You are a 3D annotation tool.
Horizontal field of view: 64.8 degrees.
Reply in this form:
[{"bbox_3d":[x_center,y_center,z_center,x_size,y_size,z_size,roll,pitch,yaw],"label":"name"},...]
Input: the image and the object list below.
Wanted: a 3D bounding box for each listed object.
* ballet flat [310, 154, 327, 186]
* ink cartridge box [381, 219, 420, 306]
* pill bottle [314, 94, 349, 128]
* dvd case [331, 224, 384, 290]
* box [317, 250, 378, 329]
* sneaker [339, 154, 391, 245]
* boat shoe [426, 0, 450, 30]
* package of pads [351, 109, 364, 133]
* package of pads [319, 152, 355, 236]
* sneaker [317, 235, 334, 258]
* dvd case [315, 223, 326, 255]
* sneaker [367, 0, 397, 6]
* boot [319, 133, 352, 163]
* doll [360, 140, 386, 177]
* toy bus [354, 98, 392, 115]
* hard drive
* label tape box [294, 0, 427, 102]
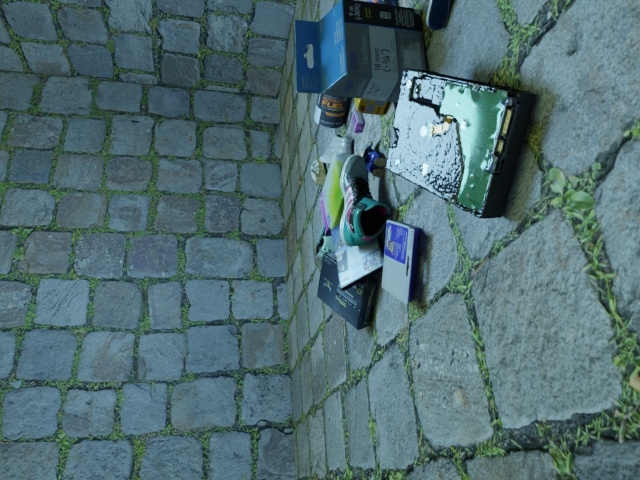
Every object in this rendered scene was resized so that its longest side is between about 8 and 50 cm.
[{"bbox_3d":[-0.012,-0.345,2.450,0.232,0.073,0.080,-102,19,-48],"label":"ballet flat"},{"bbox_3d":[0.226,0.057,1.383,0.208,0.045,0.206,-141,54,-76],"label":"ink cartridge box"},{"bbox_3d":[0.055,-0.593,2.055,0.130,0.130,0.246,-102,18,-47],"label":"pill bottle"},{"bbox_3d":[0.124,0.023,1.667,0.180,0.022,0.253,-31,46,27],"label":"dvd case"},{"bbox_3d":[0.088,0.170,1.741,0.232,0.059,0.184,36,128,42],"label":"box"},{"bbox_3d":[0.138,-0.127,1.569,0.178,0.123,0.296,2,91,61],"label":"sneaker"},{"bbox_3d":[0.281,-0.598,1.188,0.066,0.066,0.183,-100,17,-47],"label":"boat shoe"},{"bbox_3d":[0.138,-0.444,1.882,0.050,0.031,0.083,104,163,-47],"label":"package of pads"},{"bbox_3d":[0.079,-0.164,1.954,0.297,0.101,0.229,110,157,-54],"label":"package of pads"},{"bbox_3d":[0.062,0.096,1.868,0.094,0.151,0.256,112,156,-57],"label":"sneaker"},{"bbox_3d":[0.000,0.000,1.963,0.119,0.013,0.087,94,-166,-64],"label":"dvd case"},{"bbox_3d":[0.186,-0.749,1.587,0.083,0.087,0.221,118,151,-65],"label":"sneaker"},{"bbox_3d":[0.070,-0.375,2.084,0.258,0.095,0.124,-148,67,-66],"label":"boot"},{"bbox_3d":[0.167,-0.267,1.694,0.189,0.046,0.129,-113,29,-62],"label":"doll"},{"bbox_3d":[0.159,-0.539,1.576,0.108,0.130,0.333,108,159,-52],"label":"toy bus"},{"bbox_3d":[0.265,-0.212,1.035,0.339,0.064,0.237,-137,49,-55],"label":"hard drive"},{"bbox_3d":[0.105,-0.507,1.346,0.106,0.333,0.241,125,145,-68],"label":"label tape box"}]
